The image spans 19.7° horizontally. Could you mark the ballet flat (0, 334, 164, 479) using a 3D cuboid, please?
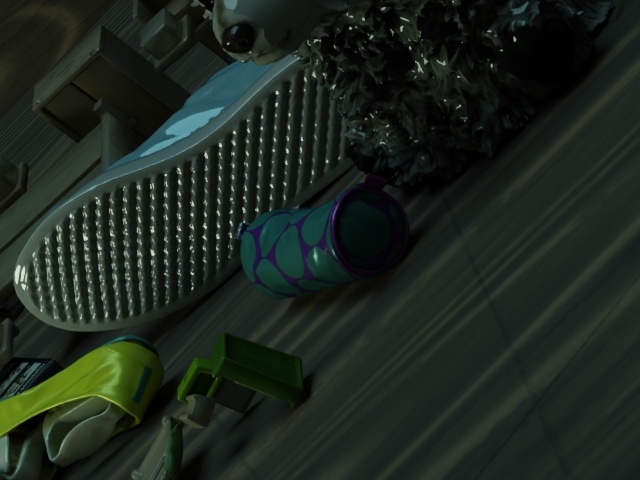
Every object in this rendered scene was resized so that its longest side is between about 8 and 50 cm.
[{"bbox_3d":[-0.210,0.151,1.437,0.231,0.077,0.077,-32,37,34],"label":"ballet flat"}]

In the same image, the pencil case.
[{"bbox_3d":[0.000,0.000,1.274,0.151,0.064,0.070,-13,62,62],"label":"pencil case"}]

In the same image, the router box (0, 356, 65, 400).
[{"bbox_3d":[-0.292,0.182,1.604,0.179,0.046,0.133,-52,17,-18],"label":"router box"}]

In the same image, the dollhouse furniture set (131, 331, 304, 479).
[{"bbox_3d":[-0.070,0.132,1.207,0.152,0.058,0.076,-60,17,24],"label":"dollhouse furniture set"}]

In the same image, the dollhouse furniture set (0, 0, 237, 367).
[{"bbox_3d":[-0.172,-0.041,1.748,0.303,0.174,0.355,-40,32,24],"label":"dollhouse furniture set"}]

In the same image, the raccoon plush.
[{"bbox_3d":[0.037,-0.238,1.337,0.216,0.299,0.446,-37,18,29],"label":"raccoon plush"}]

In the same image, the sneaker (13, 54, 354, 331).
[{"bbox_3d":[-0.092,-0.055,1.546,0.366,0.135,0.150,-31,18,11],"label":"sneaker"}]
